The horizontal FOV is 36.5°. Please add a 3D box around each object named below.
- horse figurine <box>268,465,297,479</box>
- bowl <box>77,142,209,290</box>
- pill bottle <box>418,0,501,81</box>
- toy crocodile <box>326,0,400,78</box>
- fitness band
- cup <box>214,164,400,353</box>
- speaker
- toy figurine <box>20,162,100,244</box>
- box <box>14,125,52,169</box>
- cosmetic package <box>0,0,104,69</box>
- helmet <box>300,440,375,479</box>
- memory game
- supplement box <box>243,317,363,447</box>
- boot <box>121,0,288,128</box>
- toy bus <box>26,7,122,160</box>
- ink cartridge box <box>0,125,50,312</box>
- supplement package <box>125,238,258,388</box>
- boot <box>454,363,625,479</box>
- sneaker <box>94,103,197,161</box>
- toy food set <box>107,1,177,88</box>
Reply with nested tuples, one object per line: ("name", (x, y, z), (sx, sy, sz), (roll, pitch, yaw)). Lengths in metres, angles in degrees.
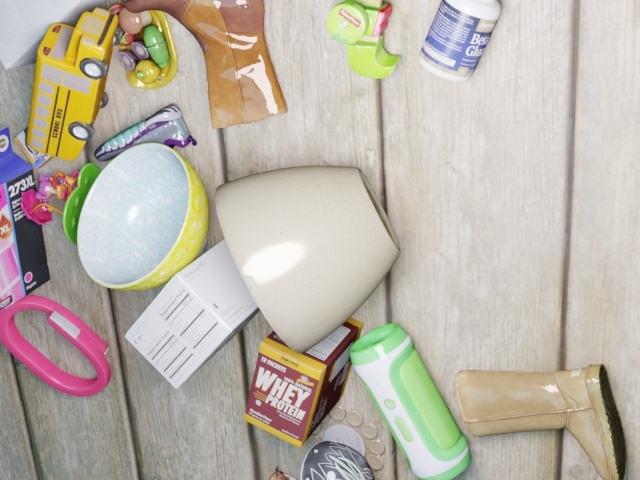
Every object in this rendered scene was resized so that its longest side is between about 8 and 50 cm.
("horse figurine", (-0.071, 0.646, 2.151), (0.174, 0.066, 0.263), (26, 119, 8))
("bowl", (-0.309, -0.028, 1.856), (0.289, 0.156, 0.289), (-14, 65, 32))
("pill bottle", (0.226, -0.344, 1.524), (0.094, 0.094, 0.169), (29, 123, 13))
("toy crocodile", (0.079, -0.426, 1.553), (0.105, 0.115, 0.340), (11, 119, 17))
("fitness band", (-0.603, 0.241, 2.209), (0.209, 0.054, 0.291), (-28, 114, 36))
("cup", (0.000, 0.000, 1.698), (0.237, 0.331, 0.331), (-26, 100, 8))
("speaker", (0.170, 0.309, 1.833), (0.131, 0.131, 0.296), (-23, 100, 33))
("toy figurine", (-0.553, -0.089, 2.031), (0.159, 0.130, 0.173), (11, 95, 23))
("box", (-0.578, -0.217, 2.037), (0.136, 0.028, 0.081), (-32, 96, 36))
("cosmetic package", (-0.527, -0.540, 1.809), (0.377, 0.097, 0.284), (-29, 93, 34))
("helmet", (0.029, 0.490, 1.954), (0.169, 0.169, 0.161), (41, 141, 5))
("memory game", (0.049, 0.421, 2.017), (0.186, 0.012, 0.186), (11, 117, 23))
("supplement box", (-0.033, 0.252, 1.871), (0.129, 0.194, 0.191), (24, 121, 16))
("boot", (-0.209, -0.342, 1.754), (0.264, 0.096, 0.280), (-7, 115, 9))
("toy bus", (-0.469, -0.295, 1.835), (0.130, 0.108, 0.332), (19, 142, -9))
("ink cartridge box", (-0.679, -0.040, 2.062), (0.069, 0.176, 0.371), (13, 122, 26))
("supplement package", (-0.208, 0.120, 1.859), (0.145, 0.262, 0.204), (44, 123, 2))
("boot", (0.400, 0.333, 1.758), (0.269, 0.089, 0.236), (-11, 97, 31))
("sneaker", (-0.348, -0.181, 1.905), (0.224, 0.083, 0.098), (-22, 106, 32))
("toy food set", (-0.350, -0.384, 1.816), (0.128, 0.071, 0.218), (-4, 110, 29))
